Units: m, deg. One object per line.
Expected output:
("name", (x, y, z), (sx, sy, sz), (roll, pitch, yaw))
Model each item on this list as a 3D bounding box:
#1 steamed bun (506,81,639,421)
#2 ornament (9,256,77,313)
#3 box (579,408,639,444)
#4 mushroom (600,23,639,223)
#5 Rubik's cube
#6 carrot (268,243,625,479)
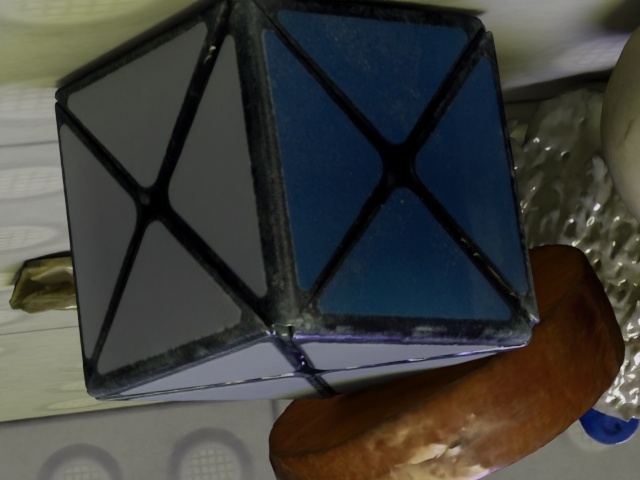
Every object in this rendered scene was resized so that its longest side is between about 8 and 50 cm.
("steamed bun", (0.301, 0.027, 1.768), (0.273, 0.272, 0.290), (-11, 136, -46))
("ornament", (-0.278, 0.059, 2.244), (0.180, 0.059, 0.201), (-11, 172, 29))
("box", (0.332, 0.074, 2.264), (0.262, 0.291, 0.206), (-16, 178, 19))
("mushroom", (0.337, -0.097, 1.531), (0.246, 0.202, 0.246), (12, 139, 11))
("Rubik's cube", (-0.026, -0.024, 1.469), (0.260, 0.259, 0.255), (5, 162, -40))
("carrot", (0.096, 0.113, 1.611), (0.307, 0.100, 0.258), (-26, -166, -4))
